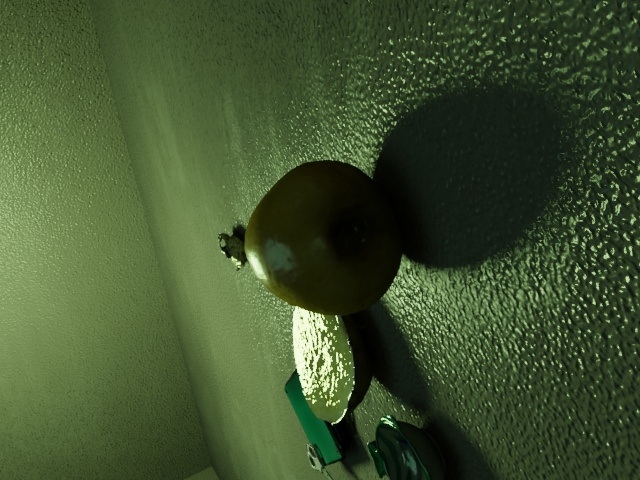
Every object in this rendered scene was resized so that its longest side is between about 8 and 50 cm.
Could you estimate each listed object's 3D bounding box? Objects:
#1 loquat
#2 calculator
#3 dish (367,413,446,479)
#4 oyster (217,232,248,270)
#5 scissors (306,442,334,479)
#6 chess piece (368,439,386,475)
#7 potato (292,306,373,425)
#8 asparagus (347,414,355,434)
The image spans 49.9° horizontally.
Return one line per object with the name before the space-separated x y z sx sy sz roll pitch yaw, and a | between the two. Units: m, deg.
loquat | 0.000 0.000 1.199 0.275 0.275 0.274 48 150 41
calculator | -0.006 0.482 1.895 0.274 0.058 0.248 61 158 18
dish | 0.187 0.444 1.393 0.246 0.078 0.224 -23 87 67
oyster | -0.258 0.023 2.081 0.132 0.072 0.209 63 177 0
scissors | 0.014 0.642 1.904 0.189 0.015 0.100 44 146 43
chess piece | 0.141 0.517 1.618 0.042 0.042 0.093 30 140 57
potato | 0.043 0.245 1.513 0.239 0.116 0.298 -16 83 62
asparagus | 0.070 0.423 1.729 0.013 0.016 0.166 -78 -21 -65
